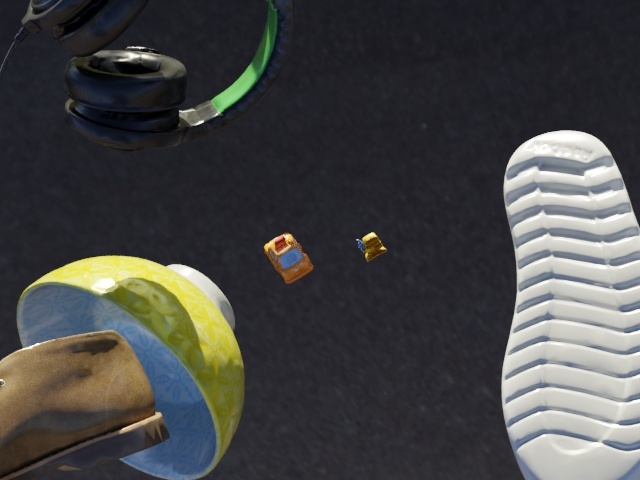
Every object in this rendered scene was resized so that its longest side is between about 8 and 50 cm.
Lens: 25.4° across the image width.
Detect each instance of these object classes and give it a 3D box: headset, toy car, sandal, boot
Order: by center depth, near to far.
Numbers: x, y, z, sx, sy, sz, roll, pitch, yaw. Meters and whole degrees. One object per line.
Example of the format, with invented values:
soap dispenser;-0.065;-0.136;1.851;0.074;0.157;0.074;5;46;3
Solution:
boot;-0.280;0.160;1.181;0.112;0.305;0.115;-16;92;56
toy car;0.000;0.000;1.447;0.122;0.040;0.060;-18;50;5
sandal;0.275;0.080;1.458;0.169;0.102;0.416;-4;63;13
headset;-0.227;-0.210;1.473;0.394;0.243;0.185;-21;28;-9

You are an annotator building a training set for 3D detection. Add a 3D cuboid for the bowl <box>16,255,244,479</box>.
bowl;-0.189;0.117;1.633;0.289;0.289;0.156;19;47;28
